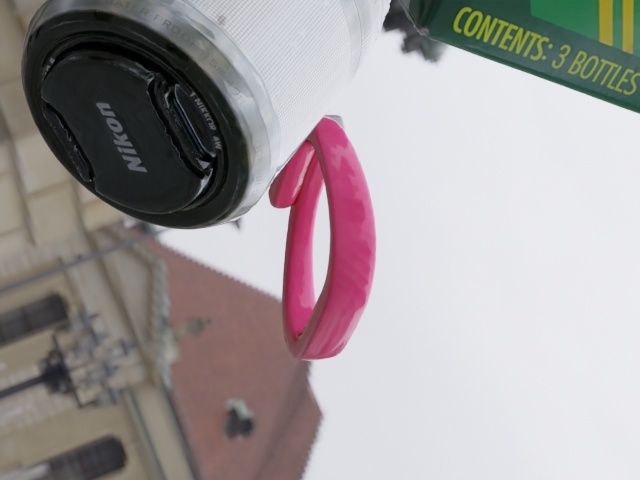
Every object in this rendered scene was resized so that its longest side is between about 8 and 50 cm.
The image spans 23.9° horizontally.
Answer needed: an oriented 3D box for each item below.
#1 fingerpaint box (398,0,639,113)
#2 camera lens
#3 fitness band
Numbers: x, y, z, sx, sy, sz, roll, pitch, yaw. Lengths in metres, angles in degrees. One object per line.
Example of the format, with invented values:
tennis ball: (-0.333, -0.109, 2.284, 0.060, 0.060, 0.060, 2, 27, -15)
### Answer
fingerpaint box: (0.302, -0.220, 0.755, 0.371, 0.444, 0.163, -64, -158, 23)
camera lens: (-0.087, -0.160, 1.206, 0.219, 0.274, 0.219, 19, -43, 19)
fitness band: (0.000, 0.000, 1.514, 0.291, 0.054, 0.209, 112, -29, -60)
